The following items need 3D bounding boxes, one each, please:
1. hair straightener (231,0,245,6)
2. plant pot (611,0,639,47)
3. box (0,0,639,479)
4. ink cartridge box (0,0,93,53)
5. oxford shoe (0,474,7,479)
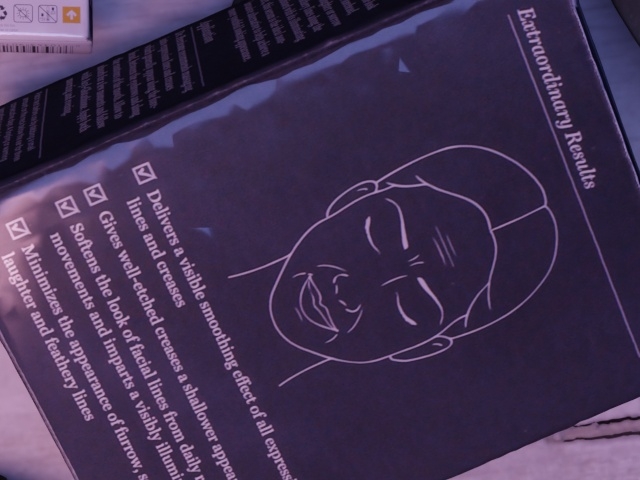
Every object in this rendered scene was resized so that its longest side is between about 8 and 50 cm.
[{"bbox_3d":[-0.040,-0.131,1.302,0.089,0.047,0.230,17,94,-34],"label":"hair straightener"},{"bbox_3d":[0.322,-0.193,1.240,0.229,0.263,0.263,-37,104,19],"label":"plant pot"},{"bbox_3d":[0.000,0.000,1.186,0.395,0.212,0.293,-23,110,2],"label":"box"},{"bbox_3d":[-0.257,-0.229,1.233,0.206,0.045,0.208,0,80,-8],"label":"ink cartridge box"},{"bbox_3d":[-0.194,0.226,1.321,0.227,0.096,0.082,15,97,-11],"label":"oxford shoe"}]
